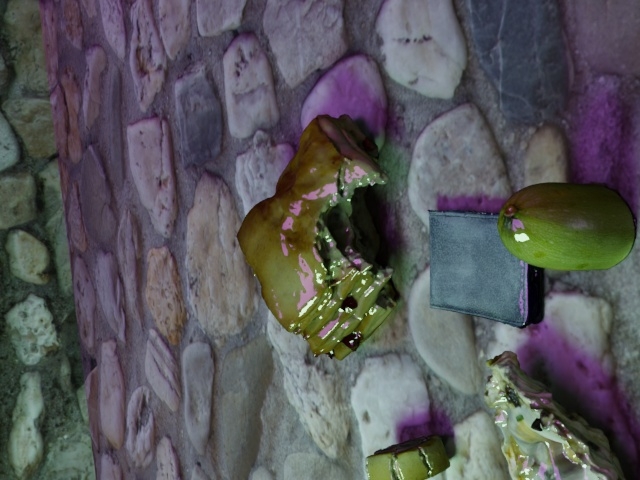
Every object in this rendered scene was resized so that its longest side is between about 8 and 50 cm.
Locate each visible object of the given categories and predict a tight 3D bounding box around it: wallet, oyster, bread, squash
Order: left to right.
[{"bbox_3d":[0.000,0.000,1.488,0.314,0.191,0.370,56,134,34],"label":"bread"},{"bbox_3d":[0.138,0.364,1.406,0.156,0.117,0.064,-30,72,51],"label":"bread"},{"bbox_3d":[0.244,0.038,1.290,0.222,0.036,0.167,5,100,55],"label":"wallet"},{"bbox_3d":[0.301,-0.019,1.082,0.123,0.186,0.123,-4,85,51],"label":"squash"},{"bbox_3d":[0.337,0.310,1.160,0.354,0.107,0.201,66,162,5],"label":"oyster"}]
